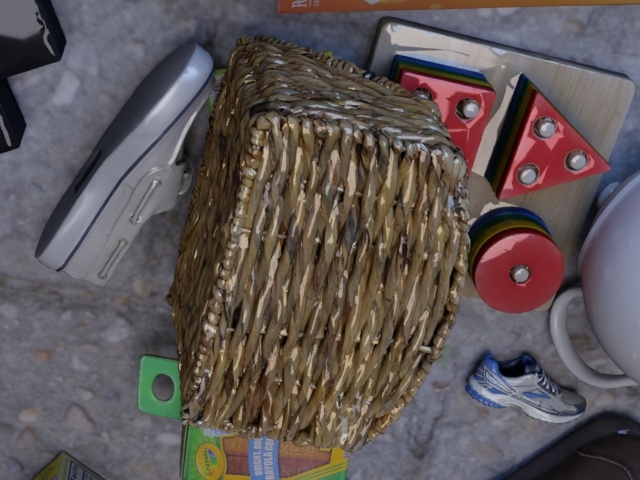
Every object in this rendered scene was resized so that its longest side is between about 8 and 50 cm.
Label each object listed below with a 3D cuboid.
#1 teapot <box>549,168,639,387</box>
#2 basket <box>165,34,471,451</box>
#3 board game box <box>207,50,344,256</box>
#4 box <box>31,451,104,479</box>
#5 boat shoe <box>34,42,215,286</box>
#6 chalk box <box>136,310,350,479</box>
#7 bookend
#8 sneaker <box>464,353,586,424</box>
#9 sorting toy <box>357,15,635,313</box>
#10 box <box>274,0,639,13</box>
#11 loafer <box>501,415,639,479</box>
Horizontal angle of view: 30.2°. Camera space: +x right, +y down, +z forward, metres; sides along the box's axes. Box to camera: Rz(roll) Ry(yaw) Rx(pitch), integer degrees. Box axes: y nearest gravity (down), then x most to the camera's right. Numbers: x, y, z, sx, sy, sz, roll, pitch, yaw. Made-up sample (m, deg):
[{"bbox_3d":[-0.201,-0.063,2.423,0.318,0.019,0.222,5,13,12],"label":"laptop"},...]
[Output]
[{"bbox_3d":[0.337,0.015,1.142,0.256,0.187,0.252,-42,147,-6],"label":"teapot"},{"bbox_3d":[0.000,0.000,1.030,0.214,0.223,0.299,10,113,-14],"label":"basket"},{"bbox_3d":[-0.025,-0.038,1.099,0.124,0.039,0.259,-5,102,26],"label":"board game box"},{"bbox_3d":[-0.265,0.392,1.292,0.213,0.117,0.243,-42,112,14],"label":"box"},{"bbox_3d":[-0.164,-0.061,1.100,0.088,0.096,0.267,30,110,-22],"label":"boat shoe"},{"bbox_3d":[-0.077,0.156,1.190,0.213,0.132,0.132,4,115,-8],"label":"chalk box"},{"bbox_3d":[-0.288,-0.152,1.054,0.157,0.072,0.156,-18,117,2],"label":"bookend"},{"bbox_3d":[0.226,0.155,1.266,0.135,0.052,0.058,14,109,-12],"label":"sneaker"},{"bbox_3d":[0.150,-0.054,1.136,0.256,0.089,0.257,12,113,-11],"label":"sorting toy"},{"bbox_3d":[0.132,-0.306,0.918,0.345,0.168,0.215,-3,159,-4],"label":"box"},{"bbox_3d":[0.224,0.339,1.308,0.366,0.130,0.134,-43,112,14],"label":"loafer"}]
